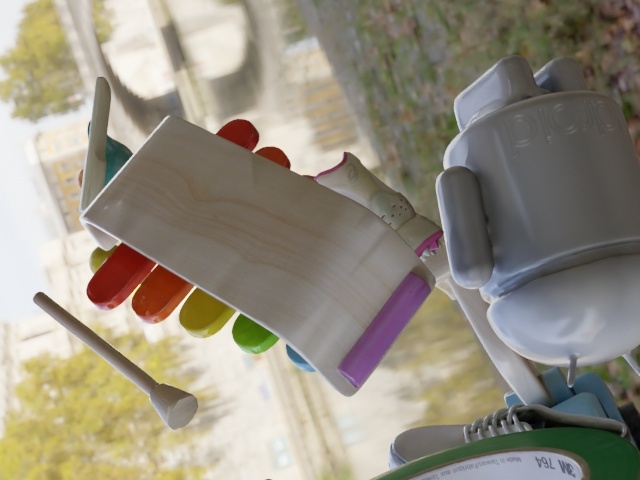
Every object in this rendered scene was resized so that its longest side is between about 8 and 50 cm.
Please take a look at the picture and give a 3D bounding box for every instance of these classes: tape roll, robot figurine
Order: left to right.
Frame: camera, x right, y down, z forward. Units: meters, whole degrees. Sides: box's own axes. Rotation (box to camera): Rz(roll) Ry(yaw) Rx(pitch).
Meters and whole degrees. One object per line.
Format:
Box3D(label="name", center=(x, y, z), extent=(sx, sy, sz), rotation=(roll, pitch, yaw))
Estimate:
Box3D(label="tape roll", center=(0.110, 0.248, 1.010), extent=(0.321, 0.321, 0.077), rotation=(-139, 29, -82))
Box3D(label="robot figurine", center=(0.251, -0.019, 1.345), extent=(0.200, 0.300, 0.354), rotation=(-41, 60, 57))

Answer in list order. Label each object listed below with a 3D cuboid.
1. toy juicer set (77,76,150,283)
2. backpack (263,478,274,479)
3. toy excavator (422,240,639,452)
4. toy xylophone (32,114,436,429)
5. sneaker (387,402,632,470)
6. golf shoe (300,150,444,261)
Box3D(label="toy juicer set", center=(-0.311, -0.054, 1.806), extent=(0.329, 0.089, 0.209), rotation=(73, -157, -58))
Box3D(label="backpack", center=(-0.075, 0.379, 1.756), extent=(0.114, 0.084, 0.105), rotation=(31, -173, 12))
Box3D(label="toy excavator", center=(0.324, 0.242, 1.823), extent=(0.445, 0.222, 0.433), rotation=(51, -165, -44))
Box3D(label="toy xylophone", center=(-0.085, 0.020, 0.995), extent=(0.322, 0.236, 0.081), rotation=(37, 168, 40))
Box3D(label="sneaker", center=(0.199, 0.211, 1.332), extent=(0.094, 0.258, 0.091), rotation=(-81, -11, -56))
Box3D(label="golf shoe", center=(0.000, 0.000, 1.269), extent=(0.140, 0.115, 0.306), rotation=(50, 148, -7))
